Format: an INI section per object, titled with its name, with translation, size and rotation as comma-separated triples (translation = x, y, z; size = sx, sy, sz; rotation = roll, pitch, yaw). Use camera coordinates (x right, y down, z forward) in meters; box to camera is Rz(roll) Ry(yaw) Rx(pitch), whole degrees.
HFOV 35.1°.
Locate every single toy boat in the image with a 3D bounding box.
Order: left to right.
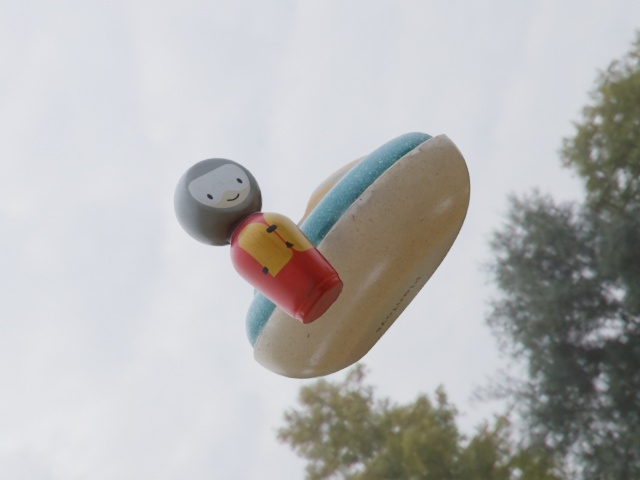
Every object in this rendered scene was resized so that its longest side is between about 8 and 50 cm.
[toy boat]
translation = 0.000, 0.000, 0.868
size = 0.267, 0.148, 0.318
rotation = -52, -18, 12
